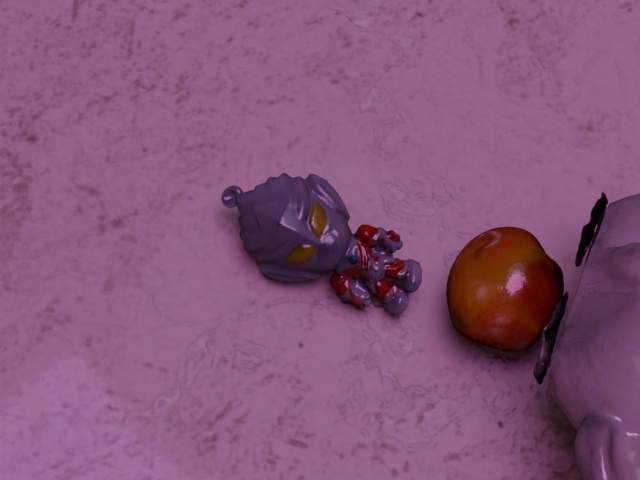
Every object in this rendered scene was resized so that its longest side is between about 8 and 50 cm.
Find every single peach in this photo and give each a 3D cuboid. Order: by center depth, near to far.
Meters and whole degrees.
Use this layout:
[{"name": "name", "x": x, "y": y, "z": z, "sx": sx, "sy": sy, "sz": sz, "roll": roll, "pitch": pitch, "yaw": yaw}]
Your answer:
[{"name": "peach", "x": 0.150, "y": 0.041, "z": 1.616, "sx": 0.101, "sy": 0.101, "sz": 0.101, "roll": 4, "pitch": 64, "yaw": -8}]

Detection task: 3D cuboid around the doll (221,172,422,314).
[{"name": "doll", "x": 0.000, "y": 0.000, "z": 1.625, "sx": 0.180, "sy": 0.079, "sz": 0.094, "roll": 28, "pitch": 95, "yaw": -2}]

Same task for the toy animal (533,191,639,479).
[{"name": "toy animal", "x": 0.258, "y": 0.092, "z": 1.558, "sx": 0.154, "sy": 0.208, "sz": 0.325, "roll": 14, "pitch": 69, "yaw": 15}]
